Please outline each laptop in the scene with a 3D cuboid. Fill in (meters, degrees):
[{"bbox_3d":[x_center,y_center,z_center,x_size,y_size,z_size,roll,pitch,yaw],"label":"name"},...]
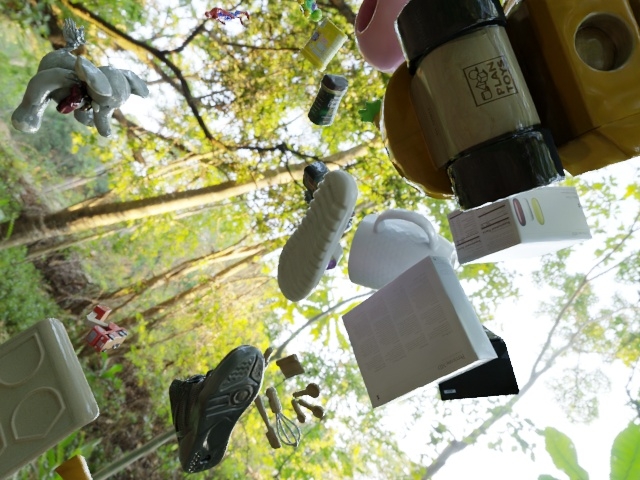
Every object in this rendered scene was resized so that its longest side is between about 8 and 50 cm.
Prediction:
[{"bbox_3d":[0.439,0.362,1.385,0.264,0.235,0.136,-126,-146,-82],"label":"laptop"}]

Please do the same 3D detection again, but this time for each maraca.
[{"bbox_3d":[0.200,-0.353,1.292,0.127,0.186,0.099,140,-42,-56],"label":"maraca"}]

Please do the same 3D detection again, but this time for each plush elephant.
[{"bbox_3d":[-0.649,-0.417,1.275,0.256,0.272,0.329,31,-69,14],"label":"plush elephant"}]

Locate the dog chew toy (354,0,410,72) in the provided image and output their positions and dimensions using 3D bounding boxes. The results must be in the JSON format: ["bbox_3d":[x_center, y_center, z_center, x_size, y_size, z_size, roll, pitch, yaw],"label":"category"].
[{"bbox_3d":[0.250,-0.475,1.064,0.207,0.332,0.206,-41,-137,53],"label":"dog chew toy"}]

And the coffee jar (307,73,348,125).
[{"bbox_3d":[0.027,-0.507,1.614,0.079,0.096,0.184,56,-42,29],"label":"coffee jar"}]

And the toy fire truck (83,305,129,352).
[{"bbox_3d":[-0.612,0.243,1.254,0.135,0.047,0.192,36,-4,2],"label":"toy fire truck"}]

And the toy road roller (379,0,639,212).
[{"bbox_3d":[0.227,-0.158,0.485,0.240,0.330,0.202,96,-25,-87],"label":"toy road roller"}]

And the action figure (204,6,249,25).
[{"bbox_3d":[-0.203,-0.482,0.967,0.038,0.115,0.030,-7,-80,40],"label":"action figure"}]

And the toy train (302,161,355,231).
[{"bbox_3d":[0.032,-0.185,1.909,0.334,0.142,0.190,53,-27,36],"label":"toy train"}]

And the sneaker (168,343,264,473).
[{"bbox_3d":[-0.162,0.216,0.656,0.130,0.087,0.227,49,-56,40],"label":"sneaker"}]

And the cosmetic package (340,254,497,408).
[{"bbox_3d":[0.242,0.256,1.221,0.377,0.098,0.284,-42,-126,39],"label":"cosmetic package"}]

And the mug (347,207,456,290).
[{"bbox_3d":[0.296,0.036,1.583,0.328,0.276,0.373,15,-39,25],"label":"mug"}]

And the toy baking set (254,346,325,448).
[{"bbox_3d":[-0.098,0.371,1.033,0.197,0.030,0.256,42,-63,15],"label":"toy baking set"}]

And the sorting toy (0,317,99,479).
[{"bbox_3d":[-0.446,0.282,0.650,0.307,0.229,0.041,46,-23,31],"label":"sorting toy"}]

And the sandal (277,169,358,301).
[{"bbox_3d":[0.005,0.012,1.138,0.416,0.102,0.169,-59,-137,38],"label":"sandal"}]

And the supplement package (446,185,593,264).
[{"bbox_3d":[0.502,-0.036,1.146,0.204,0.262,0.145,-35,-118,59],"label":"supplement package"}]

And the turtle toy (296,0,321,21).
[{"bbox_3d":[-0.043,-0.851,1.626,0.130,0.066,0.095,54,12,-43],"label":"turtle toy"}]

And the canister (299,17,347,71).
[{"bbox_3d":[0.013,-0.796,1.826,0.126,0.073,0.170,46,-70,8],"label":"canister"}]
